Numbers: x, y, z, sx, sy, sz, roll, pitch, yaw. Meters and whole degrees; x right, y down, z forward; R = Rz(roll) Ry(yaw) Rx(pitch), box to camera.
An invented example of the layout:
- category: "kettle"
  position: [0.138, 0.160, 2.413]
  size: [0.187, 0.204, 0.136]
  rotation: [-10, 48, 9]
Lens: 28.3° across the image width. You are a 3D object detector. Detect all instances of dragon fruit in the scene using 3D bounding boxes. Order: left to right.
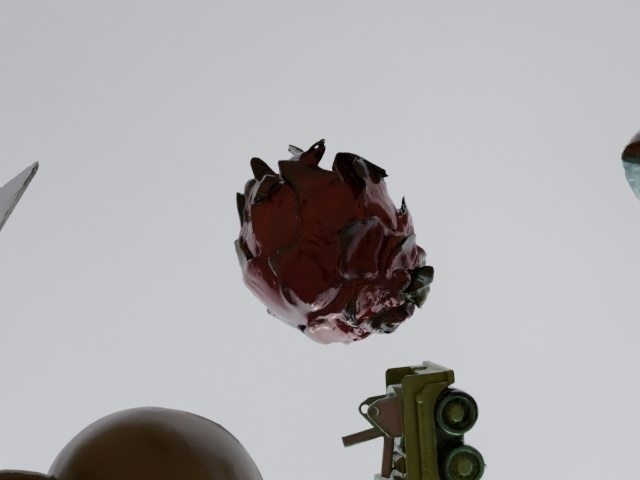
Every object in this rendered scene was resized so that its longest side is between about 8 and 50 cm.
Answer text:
- category: "dragon fruit"
  position: [0.000, 0.000, 1.358]
  size: [0.274, 0.192, 0.193]
  rotation: [38, -94, 25]

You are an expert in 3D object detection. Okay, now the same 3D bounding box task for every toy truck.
- category: "toy truck"
  position: [0.097, 0.266, 1.343]
  size: [0.135, 0.128, 0.259]
  rotation: [-8, -87, -11]

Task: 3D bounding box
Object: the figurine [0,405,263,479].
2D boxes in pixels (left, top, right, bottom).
- category: "figurine"
  position: [-0.101, 0.231, 0.673]
  size: [0.167, 0.342, 0.284]
  rotation: [-1, -103, 38]

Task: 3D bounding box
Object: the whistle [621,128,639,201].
- category: "whistle"
  position: [0.312, -0.077, 0.839]
  size: [0.142, 0.133, 0.346]
  rotation: [1, -152, 40]

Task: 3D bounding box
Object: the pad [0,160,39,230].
- category: "pad"
  position: [-0.205, 0.061, 0.540]
  size: [0.235, 0.003, 0.158]
  rotation: [-26, -147, 47]
